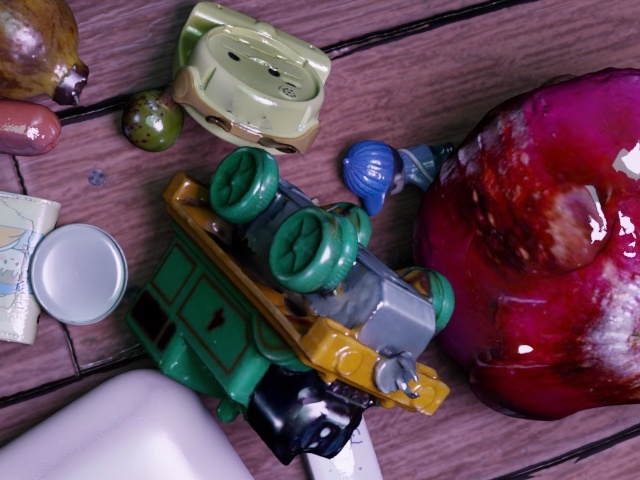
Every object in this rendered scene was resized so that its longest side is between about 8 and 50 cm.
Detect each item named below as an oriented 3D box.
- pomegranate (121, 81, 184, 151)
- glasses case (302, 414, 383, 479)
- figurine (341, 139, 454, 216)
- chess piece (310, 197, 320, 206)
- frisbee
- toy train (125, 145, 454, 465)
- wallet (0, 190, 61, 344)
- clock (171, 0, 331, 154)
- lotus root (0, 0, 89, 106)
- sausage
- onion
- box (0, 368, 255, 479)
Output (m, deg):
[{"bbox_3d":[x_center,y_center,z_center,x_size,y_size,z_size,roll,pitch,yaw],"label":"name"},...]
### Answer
[{"bbox_3d":[-0.179,-0.133,1.348,0.073,0.084,0.073,8,66,-19],"label":"pomegranate"},{"bbox_3d":[0.021,0.240,1.373,0.076,0.049,0.197,-16,88,-12],"label":"glasses case"},{"bbox_3d":[0.092,-0.083,1.407,0.136,0.079,0.077,-18,47,-8],"label":"figurine"},{"bbox_3d":[0.000,0.000,1.401,0.035,0.035,0.092,-27,95,-13],"label":"chess piece"},{"bbox_3d":[-0.258,0.036,1.337,0.110,0.014,0.110,1,88,-31],"label":"frisbee"},{"bbox_3d":[-0.044,0.070,1.227,0.178,0.429,0.249,30,98,-39],"label":"toy train"},{"bbox_3d":[-0.343,0.026,1.324,0.110,0.039,0.155,10,82,-12],"label":"wallet"},{"bbox_3d":[-0.071,-0.155,1.308,0.170,0.232,0.069,22,122,-16],"label":"clock"},{"bbox_3d":[-0.347,-0.230,1.301,0.260,0.128,0.145,38,87,1],"label":"lotus root"},{"bbox_3d":[-0.324,-0.118,1.330,0.094,0.059,0.054,8,43,-9],"label":"sausage"},{"bbox_3d":[0.272,-0.044,1.332,0.398,0.398,0.420,-2,49,-12],"label":"onion"},{"bbox_3d":[-0.227,0.318,1.270,0.349,0.141,0.289,-33,93,-13],"label":"box"}]
